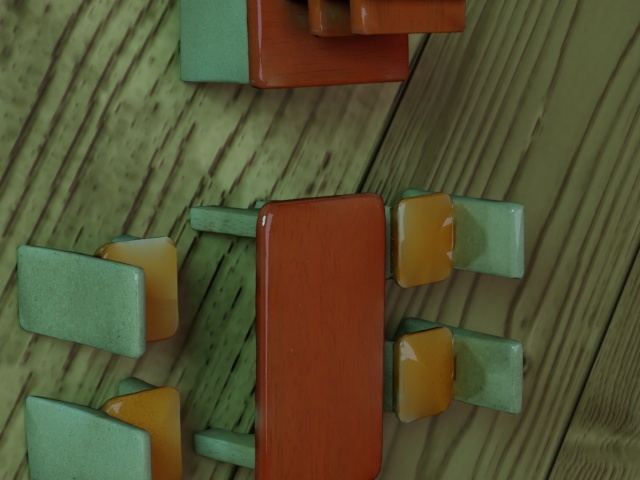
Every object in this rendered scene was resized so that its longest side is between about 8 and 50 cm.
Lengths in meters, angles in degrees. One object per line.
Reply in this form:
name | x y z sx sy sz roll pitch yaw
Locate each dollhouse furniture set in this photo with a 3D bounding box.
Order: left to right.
dollhouse furniture set | 0.000 0.000 0.788 0.262 0.135 0.259 -9 102 -41
